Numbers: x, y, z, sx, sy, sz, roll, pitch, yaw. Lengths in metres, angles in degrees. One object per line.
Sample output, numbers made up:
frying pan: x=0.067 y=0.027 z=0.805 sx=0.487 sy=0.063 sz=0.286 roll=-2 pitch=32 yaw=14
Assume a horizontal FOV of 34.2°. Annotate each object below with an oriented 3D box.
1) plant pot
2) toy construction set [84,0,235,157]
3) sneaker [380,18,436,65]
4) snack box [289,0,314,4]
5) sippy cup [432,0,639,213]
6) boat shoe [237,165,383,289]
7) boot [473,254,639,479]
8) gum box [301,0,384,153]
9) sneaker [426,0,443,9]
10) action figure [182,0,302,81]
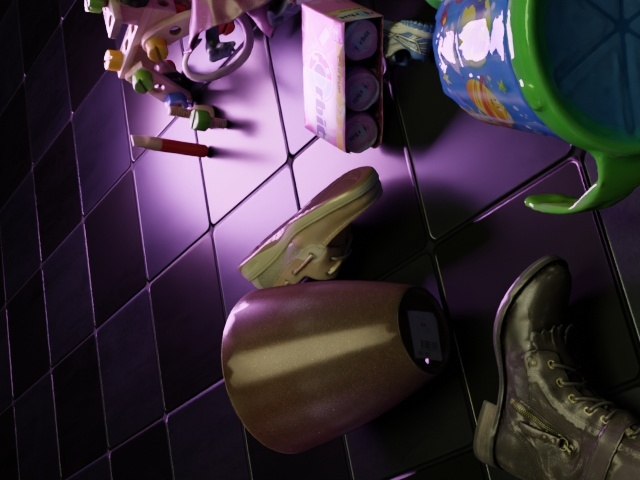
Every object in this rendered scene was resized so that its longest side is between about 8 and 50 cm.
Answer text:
plant pot: x=0.036 y=0.136 z=1.269 sx=0.230 sy=0.215 sz=0.215 roll=-19 pitch=70 yaw=37
toy construction set: x=-0.290 y=-0.303 z=1.727 sx=0.257 sy=0.237 sz=0.309 roll=-20 pitch=70 yaw=52
sneaker: x=0.094 y=-0.255 z=1.340 sx=0.135 sy=0.052 sz=0.058 roll=20 pitch=106 yaw=54
snack box: x=0.000 y=-0.425 z=1.377 sx=0.207 sy=0.070 sz=0.175 roll=89 pitch=-172 yaw=-83
sippy cup: x=0.230 y=-0.198 z=1.011 sx=0.306 sy=0.240 sz=0.224 roll=-62 pitch=23 yaw=-9
boat shoe: x=0.000 y=0.000 z=1.413 sx=0.098 sy=0.109 sz=0.302 roll=48 pitch=136 yaw=-4
boot: x=0.273 y=0.165 z=1.022 sx=0.229 sy=0.091 sz=0.263 roll=24 pitch=110 yaw=48
gum box: x=0.029 y=-0.214 z=1.372 sx=0.107 sy=0.062 sz=0.188 roll=39 pitch=138 yaw=49
sneaker: x=0.112 y=-0.348 z=1.291 sx=0.295 sy=0.109 sz=0.124 roll=-118 pitch=39 yaw=-49
action figure: x=-0.155 y=-0.471 z=1.564 sx=0.370 sy=0.248 sz=0.276 roll=62 pitch=160 yaw=8
